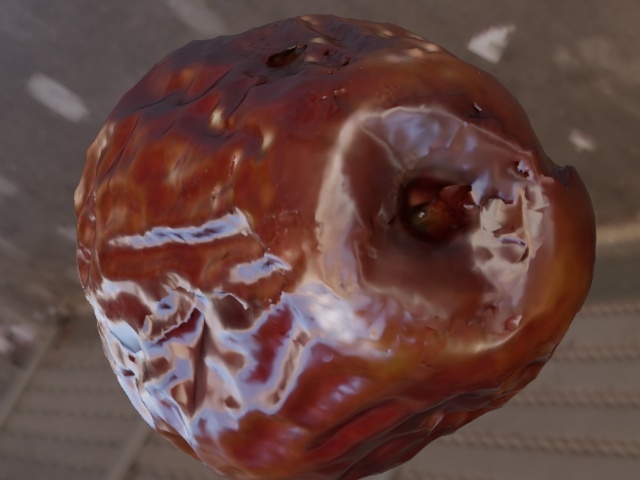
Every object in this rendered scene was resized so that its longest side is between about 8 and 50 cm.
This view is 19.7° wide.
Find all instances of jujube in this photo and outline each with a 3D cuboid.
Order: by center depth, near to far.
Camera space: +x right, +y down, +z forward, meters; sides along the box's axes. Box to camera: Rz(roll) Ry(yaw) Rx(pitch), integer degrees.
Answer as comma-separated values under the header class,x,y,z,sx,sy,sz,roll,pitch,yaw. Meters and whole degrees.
class,x,y,z,sx,sy,sz,roll,pitch,yaw
jujube,0.000,0.000,0.737,0.197,0.197,0.290,32,168,-12
